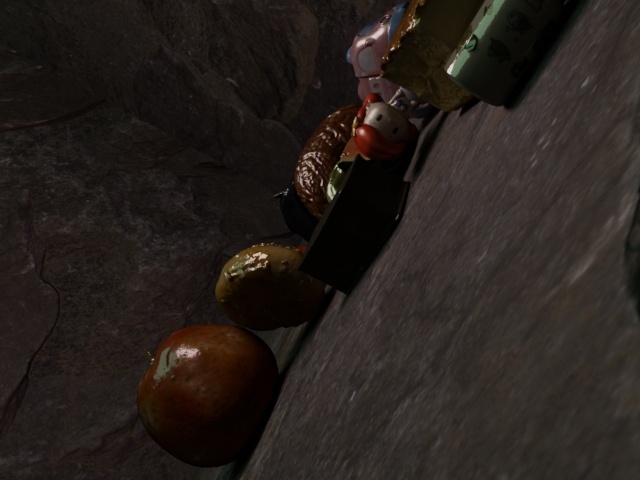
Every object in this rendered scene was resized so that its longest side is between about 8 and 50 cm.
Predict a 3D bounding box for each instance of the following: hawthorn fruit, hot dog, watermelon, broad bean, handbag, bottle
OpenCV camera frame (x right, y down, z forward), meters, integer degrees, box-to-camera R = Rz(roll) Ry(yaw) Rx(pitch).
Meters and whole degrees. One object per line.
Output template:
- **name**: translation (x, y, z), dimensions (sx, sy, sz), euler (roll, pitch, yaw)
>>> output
- **hawthorn fruit**: translation (-0.328, 0.408, 1.897), dimensions (0.403, 0.402, 0.403), euler (-61, 5, 9)
- **hot dog**: translation (0.078, -0.207, 1.952), dimensions (0.174, 0.267, 0.388), euler (-12, 46, 61)
- **watermelon**: translation (0.173, -0.238, 1.779), dimensions (0.128, 0.159, 0.303), euler (-27, 19, 39)
- **broad bean**: translation (0.092, -0.133, 1.814), dimensions (0.072, 0.153, 0.207), euler (123, 144, -62)
- **handbag**: translation (-0.007, -0.122, 2.103), dimensions (0.178, 0.275, 0.302), euler (-44, 16, 48)
- **bottle**: translation (0.305, -0.343, 1.043), dimensions (0.253, 0.120, 0.120), euler (-58, 6, 23)

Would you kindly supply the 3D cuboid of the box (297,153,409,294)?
- **box**: translation (0.075, -0.035, 1.574), dimensions (0.273, 0.143, 0.184), euler (-60, 5, 38)

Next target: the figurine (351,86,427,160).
- **figurine**: translation (0.185, -0.306, 1.593), dimensions (0.257, 0.181, 0.208), euler (-49, 37, 10)

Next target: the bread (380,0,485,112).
- **bread**: translation (0.272, -0.424, 1.312), dimensions (0.279, 0.207, 0.279), euler (-64, 6, -12)

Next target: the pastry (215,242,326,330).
- **pastry**: translation (-0.131, 0.117, 1.884), dimensions (0.315, 0.285, 0.184), euler (-16, 40, 23)

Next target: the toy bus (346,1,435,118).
- **toy bus**: translation (0.191, -0.455, 1.759), dimensions (0.231, 0.294, 0.197), euler (-6, 29, 27)

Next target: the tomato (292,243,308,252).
- **tomato**: translation (-0.047, 0.091, 2.130), dimensions (0.167, 0.167, 0.167), euler (-61, 5, 9)
